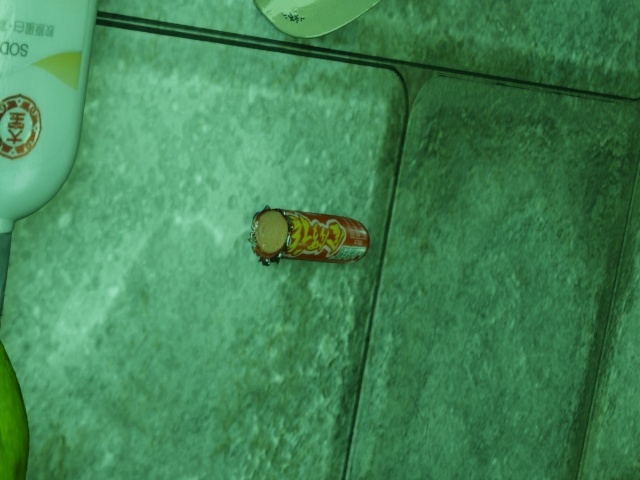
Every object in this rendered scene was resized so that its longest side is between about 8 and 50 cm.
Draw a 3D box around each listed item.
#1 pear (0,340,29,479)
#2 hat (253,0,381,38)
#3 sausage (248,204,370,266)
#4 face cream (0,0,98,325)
[{"bbox_3d":[-0.257,0.180,0.862,0.288,0.139,0.239,-53,175,-19],"label":"pear"},{"bbox_3d":[0.009,-0.245,1.192,0.175,0.085,0.147,-31,141,-16],"label":"hat"},{"bbox_3d":[0.000,0.000,1.275,0.145,0.048,0.050,7,59,-55],"label":"sausage"},{"bbox_3d":[-0.209,-0.085,0.940,0.144,0.071,0.291,3,100,-47],"label":"face cream"}]
